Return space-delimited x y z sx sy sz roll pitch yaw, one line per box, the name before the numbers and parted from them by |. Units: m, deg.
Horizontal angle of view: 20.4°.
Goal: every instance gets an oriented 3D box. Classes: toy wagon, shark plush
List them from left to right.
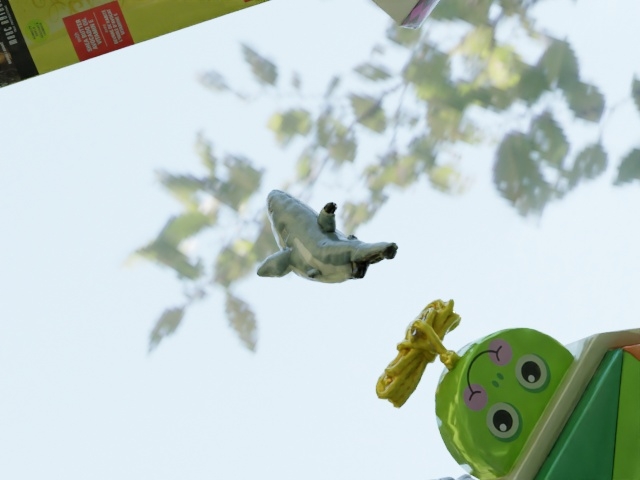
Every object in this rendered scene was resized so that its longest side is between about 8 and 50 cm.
shark plush | 0.000 0.000 1.394 0.073 0.161 0.067 -4 -81 -21
toy wagon | 0.181 0.154 0.950 0.344 0.267 0.068 39 -26 -10

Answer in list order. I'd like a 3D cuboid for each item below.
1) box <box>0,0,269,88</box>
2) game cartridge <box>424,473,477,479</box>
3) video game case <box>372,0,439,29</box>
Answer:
box | -0.133 -0.161 1.095 0.232 0.058 0.087 -16 -70 6
game cartridge | 0.021 0.081 0.391 0.056 0.017 0.083 57 -33 -6
video game case | 0.057 -0.304 1.256 0.210 0.042 0.232 44 -70 16
